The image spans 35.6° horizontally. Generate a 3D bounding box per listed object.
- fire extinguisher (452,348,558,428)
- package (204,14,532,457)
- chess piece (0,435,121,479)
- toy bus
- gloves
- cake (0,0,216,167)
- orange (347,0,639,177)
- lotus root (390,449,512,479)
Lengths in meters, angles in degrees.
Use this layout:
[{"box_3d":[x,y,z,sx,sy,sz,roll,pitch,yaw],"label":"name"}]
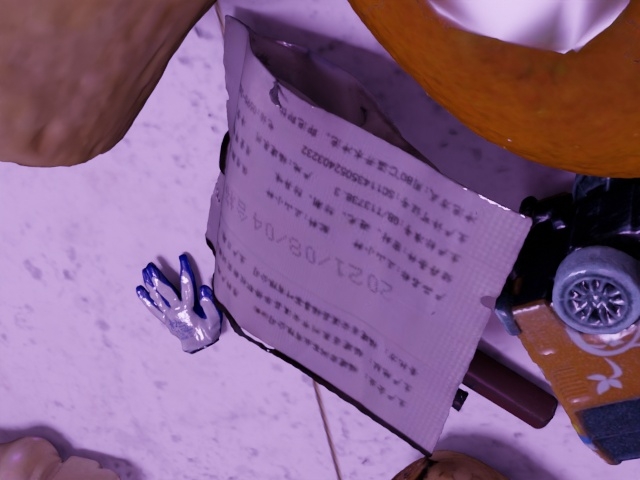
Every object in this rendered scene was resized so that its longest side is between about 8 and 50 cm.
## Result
[{"box_3d":[0.094,0.093,0.741,0.173,0.035,0.049,32,96,-3],"label":"fire extinguisher"},{"box_3d":[0.000,0.000,0.642,0.251,0.062,0.204,40,136,31],"label":"package"},{"box_3d":[-0.376,0.221,0.957,0.397,0.117,0.117,9,125,12],"label":"chess piece"},{"box_3d":[0.262,0.019,0.574,0.275,0.138,0.167,-21,115,31],"label":"toy bus"},{"box_3d":[-0.109,0.050,0.797,0.064,0.026,0.086,-30,104,31],"label":"gloves"},{"box_3d":[-0.146,-0.244,0.448,0.332,0.332,0.321,36,108,-6],"label":"cake"},{"box_3d":[0.124,-0.180,0.474,0.262,0.196,0.334,-35,94,21],"label":"orange"},{"box_3d":[0.136,0.254,0.791,0.221,0.118,0.125,43,158,-15],"label":"lotus root"}]
